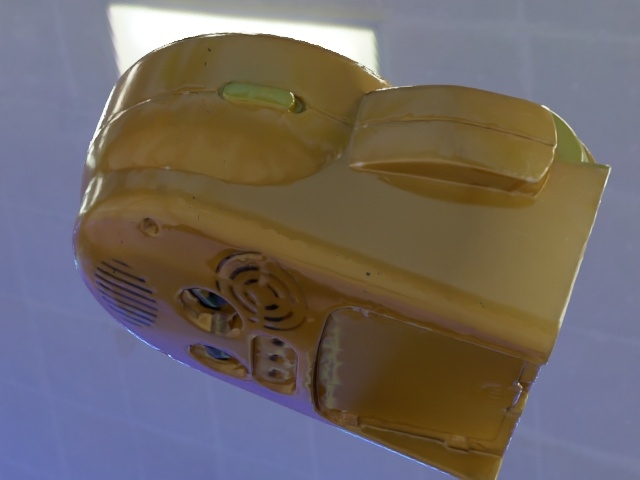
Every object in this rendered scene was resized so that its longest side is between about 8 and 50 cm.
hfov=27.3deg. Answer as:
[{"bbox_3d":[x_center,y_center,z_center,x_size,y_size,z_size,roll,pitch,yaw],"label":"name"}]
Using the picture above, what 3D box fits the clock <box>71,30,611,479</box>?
[{"bbox_3d":[0.000,0.000,0.827,0.317,0.200,0.244,14,-36,4],"label":"clock"}]
